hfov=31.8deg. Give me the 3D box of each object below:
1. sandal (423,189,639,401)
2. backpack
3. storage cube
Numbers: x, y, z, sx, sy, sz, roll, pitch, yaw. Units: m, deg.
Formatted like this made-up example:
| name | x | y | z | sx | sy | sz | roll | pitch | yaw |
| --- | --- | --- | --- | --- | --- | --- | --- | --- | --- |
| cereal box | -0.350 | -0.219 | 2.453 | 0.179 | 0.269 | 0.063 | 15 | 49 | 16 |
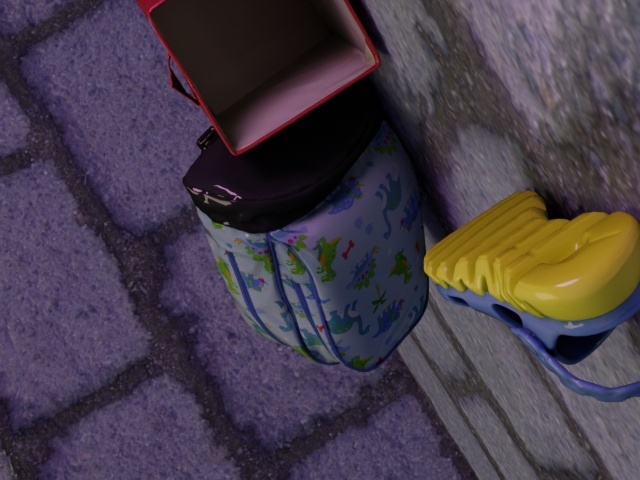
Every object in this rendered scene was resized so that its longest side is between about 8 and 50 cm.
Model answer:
| name | x | y | z | sx | sy | sz | roll | pitch | yaw |
| --- | --- | --- | --- | --- | --- | --- | --- | --- | --- |
| sandal | 0.181 | 0.046 | 0.911 | 0.138 | 0.126 | 0.317 | 56 | 177 | -14 |
| backpack | 0.000 | 0.000 | 1.405 | 0.273 | 0.290 | 0.355 | 27 | 142 | 19 |
| storage cube | -0.080 | -0.238 | 1.225 | 0.183 | 0.215 | 0.193 | 59 | 178 | -27 |
